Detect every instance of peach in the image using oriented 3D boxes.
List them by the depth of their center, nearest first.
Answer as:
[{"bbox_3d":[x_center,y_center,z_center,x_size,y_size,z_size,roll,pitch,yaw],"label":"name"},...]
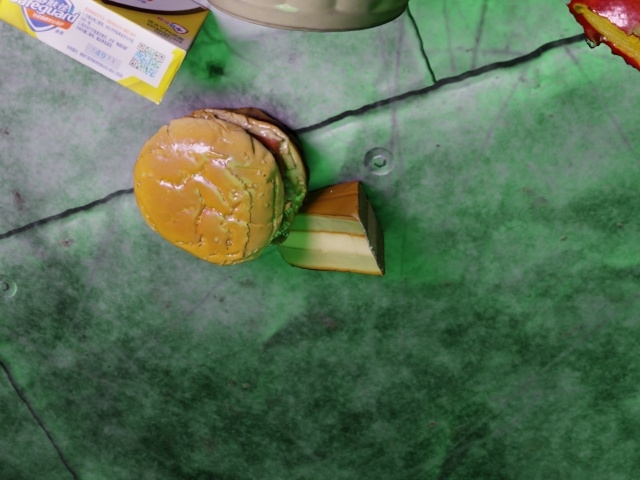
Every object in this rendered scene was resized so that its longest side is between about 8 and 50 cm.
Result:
[{"bbox_3d":[0.446,-0.293,1.698,0.226,0.190,0.196,-3,129,3],"label":"peach"}]

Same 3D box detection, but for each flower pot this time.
[{"bbox_3d":[-0.007,-0.423,1.625,0.308,0.307,0.244,8,119,4],"label":"flower pot"}]

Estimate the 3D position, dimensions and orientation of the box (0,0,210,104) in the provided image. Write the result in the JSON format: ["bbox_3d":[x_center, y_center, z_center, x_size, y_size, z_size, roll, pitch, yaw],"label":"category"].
[{"bbox_3d":[-0.307,-0.324,1.805,0.265,0.168,0.097,29,122,-7],"label":"box"}]

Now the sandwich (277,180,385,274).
[{"bbox_3d":[0.000,0.000,1.961,0.187,0.144,0.117,-17,114,17],"label":"sandwich"}]

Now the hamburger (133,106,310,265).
[{"bbox_3d":[-0.149,-0.081,1.904,0.245,0.163,0.244,5,107,18],"label":"hamburger"}]
